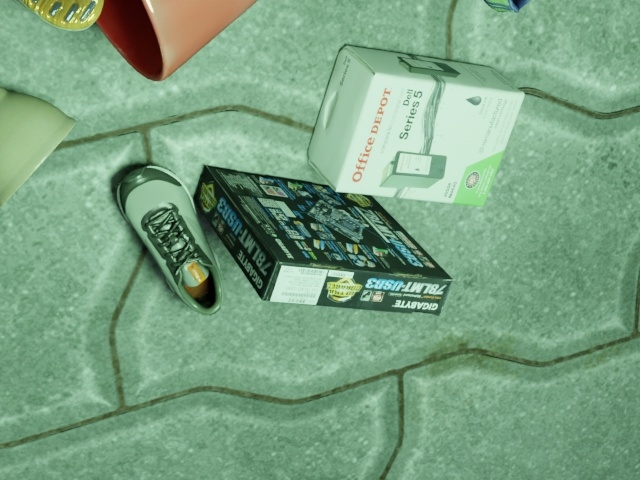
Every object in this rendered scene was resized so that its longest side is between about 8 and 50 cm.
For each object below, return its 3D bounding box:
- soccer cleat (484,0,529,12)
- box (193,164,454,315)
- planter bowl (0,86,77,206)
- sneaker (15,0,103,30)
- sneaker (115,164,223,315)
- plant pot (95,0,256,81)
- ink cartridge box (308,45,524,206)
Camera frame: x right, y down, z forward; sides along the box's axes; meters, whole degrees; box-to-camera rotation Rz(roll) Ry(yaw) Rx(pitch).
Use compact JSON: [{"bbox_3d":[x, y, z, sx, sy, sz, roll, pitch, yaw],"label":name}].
[{"bbox_3d":[0.357,-0.441,2.082,0.289,0.121,0.093,-43,128,2],"label":"soccer cleat"},{"bbox_3d":[0.000,0.000,2.065,0.293,0.295,0.073,8,115,-32],"label":"box"},{"bbox_3d":[-0.416,-0.134,1.874,0.109,0.162,0.162,43,95,-11],"label":"planter bowl"},{"bbox_3d":[-0.400,-0.364,1.749,0.112,0.131,0.296,-46,103,-9],"label":"sneaker"},{"bbox_3d":[-0.208,0.000,2.080,0.100,0.108,0.271,-31,127,-4],"label":"sneaker"},{"bbox_3d":[-0.173,-0.376,1.782,0.243,0.275,0.275,-33,129,-18],"label":"plant pot"},{"bbox_3d":[0.143,-0.170,2.146,0.272,0.115,0.198,4,117,-29],"label":"ink cartridge box"}]
